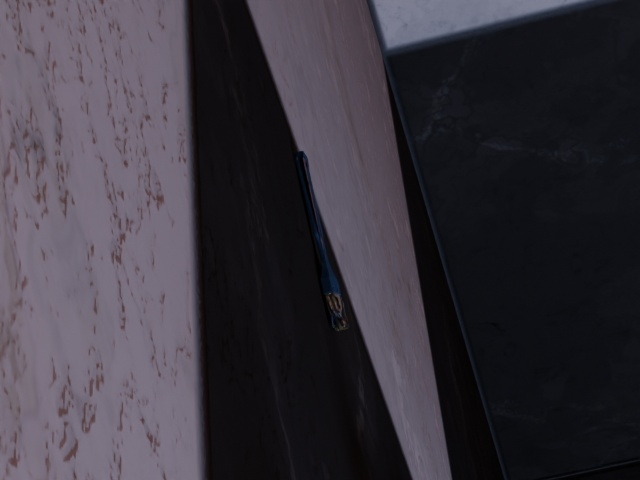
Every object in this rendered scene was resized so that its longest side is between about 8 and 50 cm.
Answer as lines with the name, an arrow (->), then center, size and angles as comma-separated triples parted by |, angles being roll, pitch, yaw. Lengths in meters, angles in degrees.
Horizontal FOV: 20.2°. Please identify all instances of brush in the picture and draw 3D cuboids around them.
brush -> 0.000, 0.000, 1.588 | 0.051, 0.014, 0.164 | 32, 44, -82
